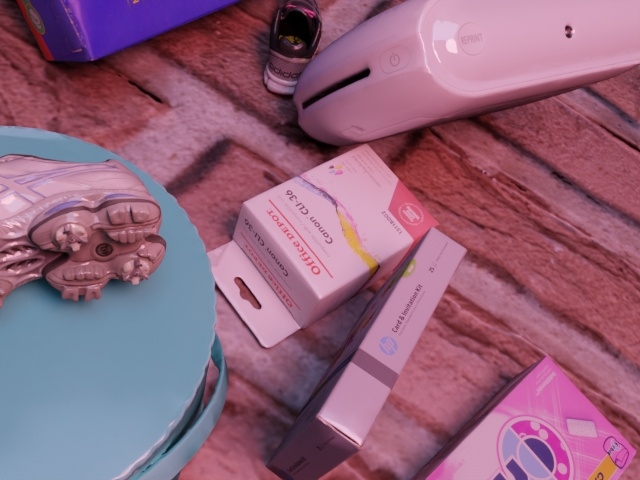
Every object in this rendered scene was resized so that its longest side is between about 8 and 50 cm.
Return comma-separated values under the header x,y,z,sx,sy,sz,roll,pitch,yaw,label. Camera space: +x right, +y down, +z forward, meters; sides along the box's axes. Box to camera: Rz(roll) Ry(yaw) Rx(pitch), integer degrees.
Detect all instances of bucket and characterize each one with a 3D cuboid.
x,y,z,sx,sy,sz,roll,pitch,yaw,label
-0.196,0.078,0.389,0.281,0.183,0.281,9,56,-13,bucket

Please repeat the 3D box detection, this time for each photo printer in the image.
x,y,z,sx,sy,sz,roll,pitch,yaw,label
0.136,-0.178,0.631,0.307,0.256,0.107,-17,96,-26,photo printer

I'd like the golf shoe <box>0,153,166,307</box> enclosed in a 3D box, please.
x,y,z,sx,sy,sz,roll,pitch,yaw,label
-0.173,-0.007,0.312,0.176,0.069,0.086,-5,40,-26,golf shoe

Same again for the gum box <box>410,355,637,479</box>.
x,y,z,sx,sy,sz,roll,pitch,yaw,label
0.160,0.196,0.508,0.188,0.062,0.107,-31,72,-32,gum box

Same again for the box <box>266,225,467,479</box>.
x,y,z,sx,sy,sz,roll,pitch,yaw,label
0.036,0.093,0.482,0.038,0.145,0.186,35,55,4,box

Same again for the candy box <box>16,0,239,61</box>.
x,y,z,sx,sy,sz,roll,pitch,yaw,label
-0.185,-0.365,0.631,0.122,0.268,0.317,12,39,43,candy box

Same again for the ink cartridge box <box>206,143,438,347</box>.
x,y,z,sx,sy,sz,roll,pitch,yaw,label
0.000,0.000,0.577,0.198,0.067,0.115,-30,72,-32,ink cartridge box

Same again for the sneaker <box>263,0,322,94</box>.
x,y,z,sx,sy,sz,roll,pitch,yaw,label
-0.026,-0.252,0.725,0.063,0.075,0.171,16,55,-8,sneaker
